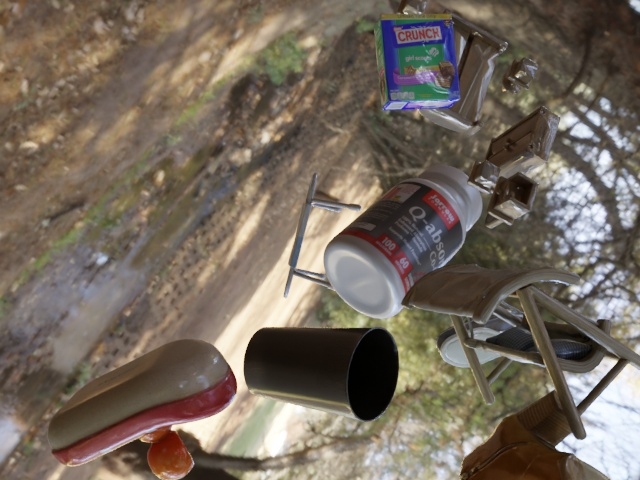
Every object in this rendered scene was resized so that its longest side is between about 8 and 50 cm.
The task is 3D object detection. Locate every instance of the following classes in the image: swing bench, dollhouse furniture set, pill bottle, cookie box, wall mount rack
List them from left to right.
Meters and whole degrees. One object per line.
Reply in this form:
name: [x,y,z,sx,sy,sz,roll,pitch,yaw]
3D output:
wall mount rack: [0.000,0.000,1.781,0.304,0.131,0.349,-160,-96,-84]
pill bottle: [0.193,-0.010,1.507,0.363,0.210,0.210,-41,168,-33]
cookie box: [0.115,-0.215,0.816,0.040,0.092,0.107,151,-67,-78]
dollhouse furniture set: [0.236,-0.227,1.265,0.303,0.356,0.174,-67,-169,-22]
swing bench: [0.297,0.135,1.035,0.165,0.254,0.253,-43,-168,-12]

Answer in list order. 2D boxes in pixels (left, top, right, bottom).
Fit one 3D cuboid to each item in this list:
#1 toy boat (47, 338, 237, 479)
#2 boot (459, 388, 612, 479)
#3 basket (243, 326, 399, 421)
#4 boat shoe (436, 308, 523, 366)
toy boat: [-0.203,0.226,0.834,0.231,0.151,0.151,-26,-170,11]
boot: [0.283,0.354,0.916,0.211,0.104,0.295,-51,-169,23]
basket: [-0.007,0.221,1.174,0.204,0.227,0.154,2,89,-61]
boat shoe: [0.385,0.221,1.590,0.091,0.305,0.109,48,-47,47]
